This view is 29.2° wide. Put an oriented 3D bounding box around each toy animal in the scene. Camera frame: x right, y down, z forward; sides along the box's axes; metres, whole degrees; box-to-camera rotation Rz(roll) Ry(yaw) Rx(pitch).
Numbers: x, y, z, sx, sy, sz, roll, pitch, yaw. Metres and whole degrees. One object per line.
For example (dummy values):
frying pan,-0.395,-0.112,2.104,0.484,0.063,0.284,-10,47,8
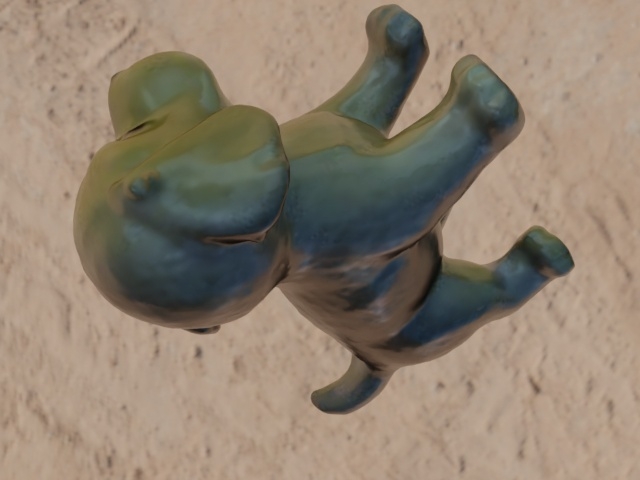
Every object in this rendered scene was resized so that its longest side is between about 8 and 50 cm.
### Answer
toy animal,0.005,-0.014,0.534,0.168,0.121,0.233,-46,141,4
